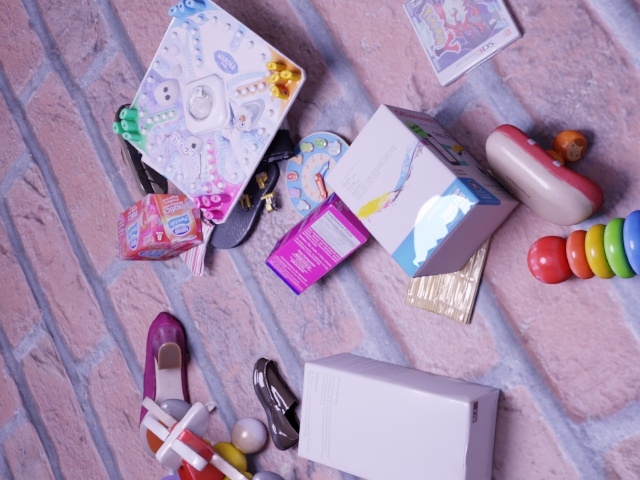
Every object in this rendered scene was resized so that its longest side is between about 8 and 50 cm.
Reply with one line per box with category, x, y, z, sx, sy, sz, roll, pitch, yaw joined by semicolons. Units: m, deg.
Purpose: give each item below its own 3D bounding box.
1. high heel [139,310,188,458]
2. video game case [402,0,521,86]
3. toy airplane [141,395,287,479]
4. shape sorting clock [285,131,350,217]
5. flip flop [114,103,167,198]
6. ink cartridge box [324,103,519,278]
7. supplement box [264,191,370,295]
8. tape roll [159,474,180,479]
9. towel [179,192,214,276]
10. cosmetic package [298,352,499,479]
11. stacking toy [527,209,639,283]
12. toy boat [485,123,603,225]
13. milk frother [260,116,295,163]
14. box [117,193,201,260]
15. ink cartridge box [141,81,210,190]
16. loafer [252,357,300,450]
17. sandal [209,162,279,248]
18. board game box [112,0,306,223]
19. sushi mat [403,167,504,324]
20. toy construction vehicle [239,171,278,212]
high heel;-0.409;0.380;2.009;0.181;0.127;0.377;-122;42;-62
video game case;0.277;-0.440;1.524;0.183;0.023;0.201;-31;74;31
toy airplane;-0.241;0.492;1.765;0.386;0.272;0.384;54;149;-2
shape sorting clock;-0.001;-0.141;1.716;0.206;0.040;0.206;1;92;34
flip flop;-0.481;-0.228;2.018;0.080;0.112;0.277;-23;84;48
ink cartridge box;0.191;-0.095;1.466;0.270;0.198;0.197;49;117;23
supplement box;0.000;0.000;1.656;0.220;0.111;0.114;-39;102;28
tape roll;-0.368;0.689;1.908;0.080;0.189;0.189;-39;70;28
towel;-0.322;-0.016;1.910;0.197;0.029;0.144;44;124;50
cosmetic package;0.153;0.374;1.560;0.384;0.156;0.217;10;97;33
stacking toy;0.511;0.010;1.318;0.330;0.141;0.141;-11;85;39
toy boat;0.420;-0.139;1.384;0.151;0.151;0.231;-42;66;-3
milk frother;-0.145;-0.240;1.735;0.129;0.143;0.135;-26;74;63
box;-0.401;-0.027;1.888;0.257;0.128;0.123;-20;72;56
ink cartridge box;-0.278;-0.253;1.826;0.171;0.168;0.233;35;110;28
loafer;-0.090;0.373;1.781;0.078;0.080;0.220;-22;84;23
sandal;-0.174;-0.080;1.839;0.097;0.054;0.254;42;104;18
board game box;-0.264;-0.301;1.685;0.390;0.050;0.390;41;112;24
sushi mat;0.268;0.001;1.547;0.151;0.019;0.317;19;102;34
toy construction vehicle;-0.150;-0.107;1.779;0.085;0.035;0.098;-13;84;21
